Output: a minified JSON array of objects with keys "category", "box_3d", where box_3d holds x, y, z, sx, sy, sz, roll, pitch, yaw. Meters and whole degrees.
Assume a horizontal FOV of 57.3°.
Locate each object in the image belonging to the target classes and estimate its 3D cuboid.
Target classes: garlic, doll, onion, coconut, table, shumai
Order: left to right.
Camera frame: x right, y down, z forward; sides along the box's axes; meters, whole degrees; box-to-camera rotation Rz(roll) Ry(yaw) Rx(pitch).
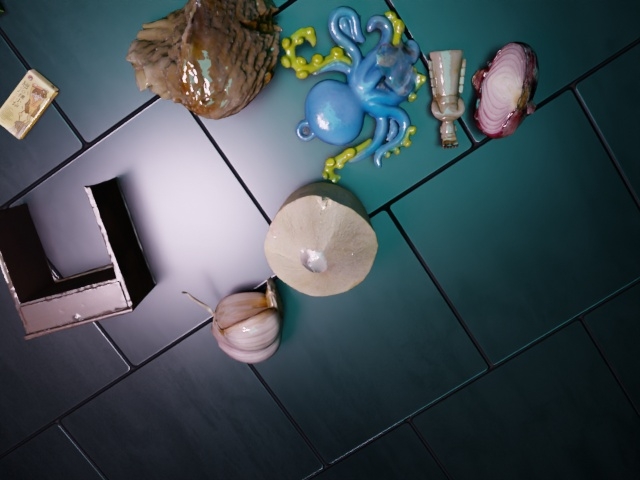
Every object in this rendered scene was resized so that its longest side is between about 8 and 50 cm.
[{"category":"table","box_3d":[-0.552,0.032,1.311,0.251,0.196,0.281,-15,101,4]},{"category":"shumai","box_3d":[-0.249,-0.395,1.240,0.217,0.283,0.345,15,70,-42]},{"category":"garlic","box_3d":[-0.178,0.154,1.357,0.207,0.207,0.256,-43,100,8]},{"category":"coconut","box_3d":[0.000,0.000,1.273,0.239,0.244,0.239,0,110,0]},{"category":"doll","box_3d":[0.079,-0.335,1.297,0.341,0.099,0.346,-35,105,-6]},{"category":"onion","box_3d":[0.414,-0.329,1.288,0.098,0.151,0.205,2,117,-35]}]

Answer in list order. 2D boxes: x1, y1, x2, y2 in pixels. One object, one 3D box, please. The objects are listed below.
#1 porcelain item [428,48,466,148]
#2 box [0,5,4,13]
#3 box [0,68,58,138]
[{"category":"porcelain item","box_3d":[0.286,-0.314,1.310,0.084,0.054,0.213,-4,101,3]},{"category":"box","box_3d":[-0.805,-0.575,1.261,0.132,0.034,0.235,-27,101,6]},{"category":"box","box_3d":[-0.666,-0.308,1.326,0.073,0.020,0.149,40,99,-8]}]
